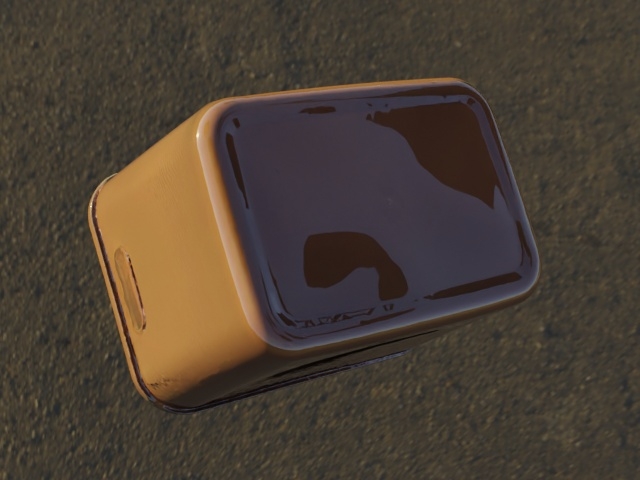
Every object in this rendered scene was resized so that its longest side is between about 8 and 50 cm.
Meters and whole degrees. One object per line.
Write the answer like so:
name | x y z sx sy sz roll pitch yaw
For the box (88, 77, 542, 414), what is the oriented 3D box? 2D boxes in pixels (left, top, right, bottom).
box | 0.000 0.000 0.976 0.339 0.229 0.239 -11 80 -33
